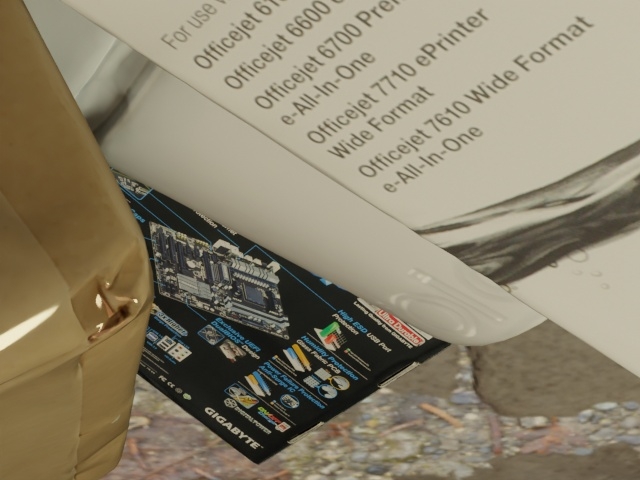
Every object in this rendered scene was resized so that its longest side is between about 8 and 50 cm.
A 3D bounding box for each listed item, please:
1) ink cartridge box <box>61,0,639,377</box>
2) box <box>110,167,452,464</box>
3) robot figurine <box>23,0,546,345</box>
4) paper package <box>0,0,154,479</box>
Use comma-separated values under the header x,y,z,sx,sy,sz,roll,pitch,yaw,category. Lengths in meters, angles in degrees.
x,y,z,sx,sy,sz,roll,pitch,yaw,category
0.110,-0.092,0.410,0.307,0.223,0.129,32,145,-19,ink cartridge box
-0.056,0.007,0.820,0.220,0.051,0.175,39,132,-15,box
0.010,-0.094,0.588,0.353,0.200,0.300,28,176,-14,robot figurine
-0.194,-0.053,0.483,0.168,0.325,0.309,-26,169,-15,paper package
